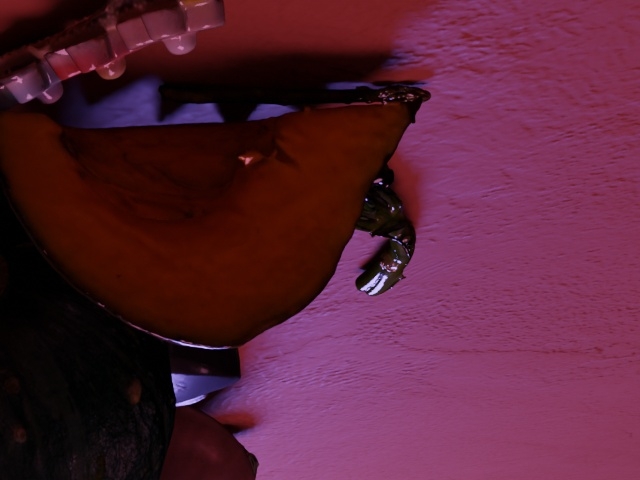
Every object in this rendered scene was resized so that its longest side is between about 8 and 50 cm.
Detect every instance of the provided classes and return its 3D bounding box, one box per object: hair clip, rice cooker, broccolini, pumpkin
[{"bbox_3d":[-0.106,-0.106,1.005,0.214,0.056,0.062,-26,-175,39],"label":"hair clip"},{"bbox_3d":[-0.123,0.065,1.369,0.112,0.106,0.165,-17,153,23],"label":"rice cooker"},{"bbox_3d":[0.003,0.003,1.331,0.123,0.062,0.271,0,163,8],"label":"broccolini"},{"bbox_3d":[-0.069,-0.002,1.110,0.254,0.149,0.130,-5,169,-24],"label":"pumpkin"},{"bbox_3d":[-0.198,0.090,1.177,0.197,0.293,0.263,-19,127,-30],"label":"pumpkin"}]

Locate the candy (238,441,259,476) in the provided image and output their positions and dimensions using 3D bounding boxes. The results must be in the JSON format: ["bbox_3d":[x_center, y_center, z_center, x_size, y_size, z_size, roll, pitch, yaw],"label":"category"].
[{"bbox_3d":[-0.177,0.230,1.843,0.262,0.077,0.073,-9,158,29],"label":"candy"}]

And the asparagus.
[{"bbox_3d":[-0.014,-0.085,1.144,0.166,0.013,0.016,0,169,-17],"label":"asparagus"}]

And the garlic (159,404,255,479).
[{"bbox_3d":[-0.180,0.271,1.697,0.231,0.246,0.340,-9,142,-24],"label":"garlic"}]
